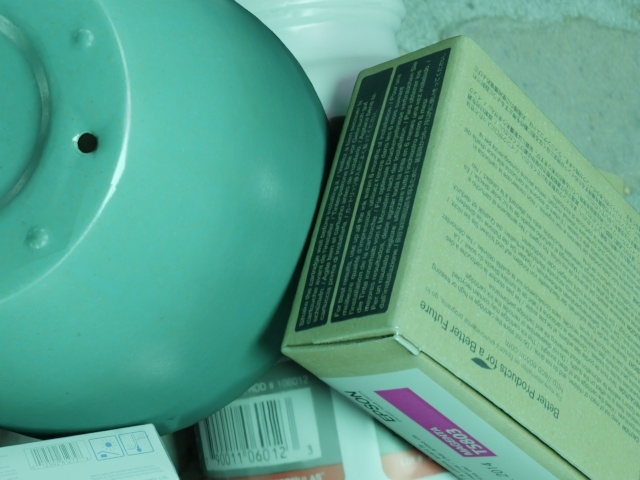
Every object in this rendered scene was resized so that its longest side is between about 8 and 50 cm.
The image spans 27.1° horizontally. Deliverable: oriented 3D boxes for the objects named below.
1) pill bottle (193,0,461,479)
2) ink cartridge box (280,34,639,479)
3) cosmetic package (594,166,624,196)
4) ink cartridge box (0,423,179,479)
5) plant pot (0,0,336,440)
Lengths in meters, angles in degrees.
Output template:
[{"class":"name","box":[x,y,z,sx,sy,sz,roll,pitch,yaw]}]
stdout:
[{"class":"pill bottle","box":[0.000,0.000,0.890,0.210,0.210,0.363,-6,84,-37]},{"class":"ink cartridge box","box":[0.101,0.030,0.768,0.234,0.088,0.193,40,54,-35]},{"class":"cosmetic package","box":[0.231,-0.005,1.163,0.060,0.041,0.115,15,72,-32]},{"class":"ink cartridge box","box":[-0.183,0.156,0.679,0.207,0.097,0.046,-5,42,-30]},{"class":"plant pot","box":[-0.150,-0.040,0.689,0.293,0.235,0.293,-1,81,9]}]
